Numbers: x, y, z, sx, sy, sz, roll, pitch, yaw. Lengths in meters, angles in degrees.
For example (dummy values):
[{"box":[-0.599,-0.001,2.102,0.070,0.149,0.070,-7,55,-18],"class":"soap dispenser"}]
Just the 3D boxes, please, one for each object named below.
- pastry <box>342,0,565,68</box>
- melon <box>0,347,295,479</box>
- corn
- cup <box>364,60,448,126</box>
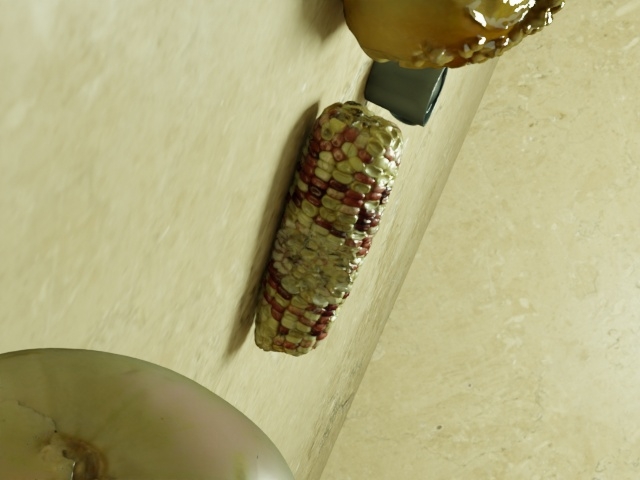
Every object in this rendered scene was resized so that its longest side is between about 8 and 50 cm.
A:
[{"box":[0.143,-0.288,0.862,0.284,0.184,0.316,-56,165,-53],"class":"pastry"},{"box":[-0.114,0.184,0.433,0.223,0.223,0.317,-57,171,-46],"class":"melon"},{"box":[0.000,0.000,1.023,0.290,0.098,0.098,-69,171,25],"class":"corn"},{"box":[0.098,-0.174,1.194,0.100,0.077,0.078,98,17,-55],"class":"cup"}]
